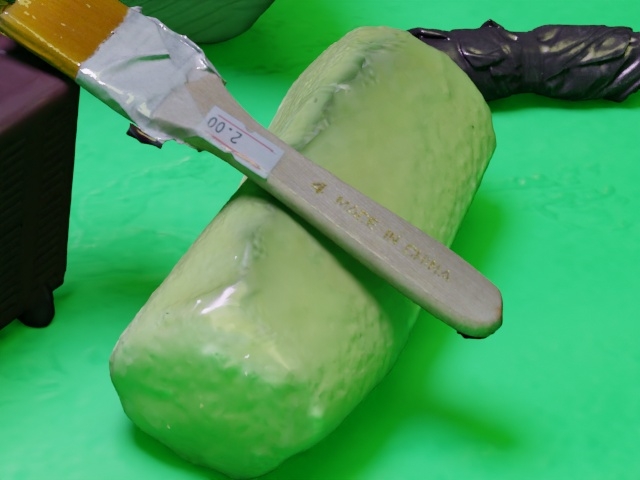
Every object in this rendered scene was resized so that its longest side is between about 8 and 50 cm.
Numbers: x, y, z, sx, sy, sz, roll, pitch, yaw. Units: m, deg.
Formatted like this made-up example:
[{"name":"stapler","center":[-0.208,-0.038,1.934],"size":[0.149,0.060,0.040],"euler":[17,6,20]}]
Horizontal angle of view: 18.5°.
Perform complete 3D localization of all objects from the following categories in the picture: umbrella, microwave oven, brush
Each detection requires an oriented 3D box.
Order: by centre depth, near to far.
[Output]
[{"name":"brush","center":[-0.033,-0.049,1.132],"size":[0.336,0.020,0.085],"euler":[35,44,1]},{"name":"microwave oven","center":[-0.290,-0.039,1.161],"size":[0.247,0.178,0.188],"euler":[28,45,21]},{"name":"umbrella","center":[0.174,-0.130,1.456],"size":[0.235,0.059,0.066],"euler":[-1,63,-15]}]

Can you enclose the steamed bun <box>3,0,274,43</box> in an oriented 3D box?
[{"name":"steamed bun","center":[-0.176,-0.308,1.378],"size":[0.383,0.247,0.236],"euler":[15,63,-19]}]

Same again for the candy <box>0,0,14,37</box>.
[{"name":"candy","center":[-0.294,-0.146,1.402],"size":[0.193,0.062,0.058],"euler":[4,83,8]}]

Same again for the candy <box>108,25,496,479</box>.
[{"name":"candy","center":[0.000,0.000,1.220],"size":[0.142,0.132,0.343],"euler":[51,41,-16]}]
